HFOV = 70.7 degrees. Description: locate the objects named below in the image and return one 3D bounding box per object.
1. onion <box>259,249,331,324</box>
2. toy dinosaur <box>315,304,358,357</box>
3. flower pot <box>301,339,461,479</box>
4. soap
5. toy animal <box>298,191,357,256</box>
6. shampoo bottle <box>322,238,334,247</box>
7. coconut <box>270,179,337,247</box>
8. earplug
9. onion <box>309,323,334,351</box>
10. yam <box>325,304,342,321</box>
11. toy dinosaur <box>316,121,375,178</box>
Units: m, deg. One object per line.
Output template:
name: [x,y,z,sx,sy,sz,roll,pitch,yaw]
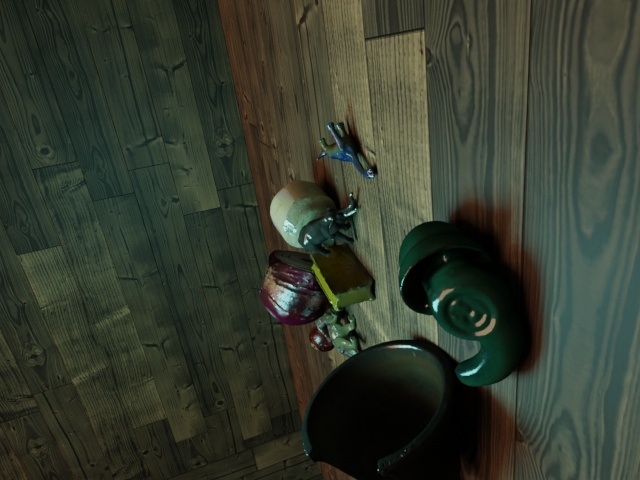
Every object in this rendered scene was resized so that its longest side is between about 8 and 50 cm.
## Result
onion: [-0.089,0.182,1.642,0.337,0.282,0.260,-145,72,-68]
toy dinosaur: [0.073,0.337,1.654,0.294,0.077,0.162,49,144,43]
flower pot: [0.179,0.437,1.044,0.251,0.379,0.379,57,171,-18]
soap: [0.064,0.108,1.406,0.233,0.135,0.076,-122,22,-50]
toy animal: [0.041,-0.040,1.361,0.269,0.137,0.082,-37,46,30]
shampoo bottle: [0.000,0.000,1.685,0.195,0.056,0.056,179,77,-74]
coconut: [-0.060,-0.096,1.525,0.234,0.224,0.224,42,144,54]
earplug: [0.241,0.093,0.794,0.257,0.164,0.280,40,-154,-41]
onion: [0.012,0.413,1.925,0.131,0.131,0.131,165,90,-75]
yam: [0.016,0.262,1.862,0.300,0.066,0.066,-144,42,-67]
toy dinosaur: [0.064,-0.219,1.234,0.188,0.075,0.248,66,158,5]
